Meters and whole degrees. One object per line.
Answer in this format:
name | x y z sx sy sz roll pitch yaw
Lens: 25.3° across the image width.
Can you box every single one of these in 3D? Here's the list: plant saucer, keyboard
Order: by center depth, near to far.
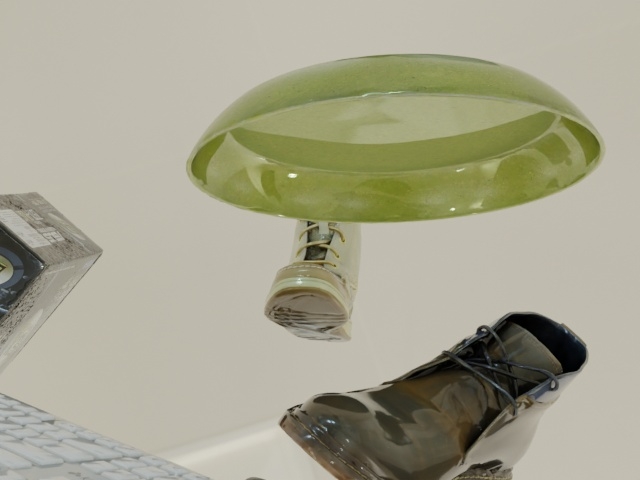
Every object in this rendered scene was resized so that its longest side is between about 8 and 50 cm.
keyboard | -0.109 0.064 0.465 0.072 0.014 0.256 9 -179 -44
plant saucer | 0.042 -0.058 0.828 0.241 0.037 0.241 -1 166 0

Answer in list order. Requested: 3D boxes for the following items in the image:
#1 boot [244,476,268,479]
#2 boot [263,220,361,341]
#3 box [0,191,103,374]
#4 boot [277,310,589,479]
boot | -0.097 0.412 1.765 0.085 0.236 0.178 23 106 -8
boot | 0.000 0.000 1.312 0.077 0.165 0.213 5 168 8
box | -0.253 0.043 1.062 0.147 0.077 0.180 -49 179 4
boot | 0.060 0.072 0.692 0.106 0.082 0.219 -53 155 8
